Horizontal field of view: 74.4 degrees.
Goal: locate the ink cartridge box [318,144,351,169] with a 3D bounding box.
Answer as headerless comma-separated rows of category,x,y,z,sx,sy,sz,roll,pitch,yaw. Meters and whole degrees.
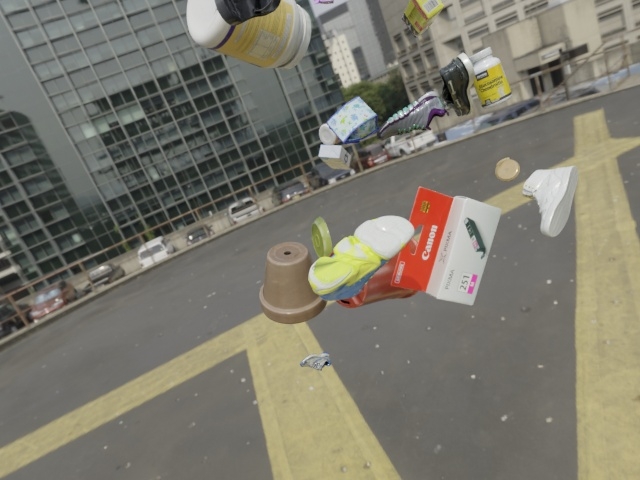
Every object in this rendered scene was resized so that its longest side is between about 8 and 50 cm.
ink cartridge box,0.073,-0.384,1.952,0.104,0.060,0.180,8,-5,22

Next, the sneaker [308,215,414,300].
sneaker,0.081,0.042,0.854,0.240,0.126,0.091,-27,60,-14

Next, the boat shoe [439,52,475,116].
boat shoe,0.433,-0.484,1.364,0.091,0.114,0.302,-27,-23,11

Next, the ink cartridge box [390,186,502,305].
ink cartridge box,0.332,0.018,1.106,0.238,0.275,0.060,13,6,-24

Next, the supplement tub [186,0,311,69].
supplement tub,-0.216,-0.684,1.314,0.240,0.241,0.331,-7,-4,44

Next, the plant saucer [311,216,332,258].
plant saucer,0.000,0.000,2.135,0.037,0.241,0.241,-12,12,-17

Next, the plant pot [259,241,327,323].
plant pot,-0.107,0.135,1.552,0.262,0.230,0.263,-3,32,2

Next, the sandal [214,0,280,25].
sandal,-0.137,-0.540,0.923,0.054,0.097,0.255,-10,39,33

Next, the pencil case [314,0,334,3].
pencil case,0.017,-1.050,1.669,0.086,0.206,0.088,15,27,33

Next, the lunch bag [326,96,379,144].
lunch bag,0.115,-0.425,1.528,0.151,0.096,0.129,-32,58,-6

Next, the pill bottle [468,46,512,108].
pill bottle,0.576,-0.556,1.444,0.103,0.184,0.103,-26,13,6

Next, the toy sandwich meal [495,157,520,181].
toy sandwich meal,0.631,-0.237,1.425,0.085,0.086,0.029,-14,-19,28

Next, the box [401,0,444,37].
box,0.311,-0.702,1.298,0.058,0.087,0.232,-38,9,10

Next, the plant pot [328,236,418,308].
plant pot,0.173,0.103,1.455,0.264,0.273,0.272,-13,7,-39

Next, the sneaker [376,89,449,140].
sneaker,0.284,-0.363,1.309,0.223,0.098,0.083,-34,-9,21

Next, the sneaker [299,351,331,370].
sneaker,-0.013,0.450,1.551,0.135,0.058,0.052,-2,-41,-37

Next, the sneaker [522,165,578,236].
sneaker,0.844,-0.145,1.596,0.169,0.108,0.293,7,64,52

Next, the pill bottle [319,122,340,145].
pill bottle,0.104,-0.607,2.314,0.216,0.121,0.121,-33,19,-35
